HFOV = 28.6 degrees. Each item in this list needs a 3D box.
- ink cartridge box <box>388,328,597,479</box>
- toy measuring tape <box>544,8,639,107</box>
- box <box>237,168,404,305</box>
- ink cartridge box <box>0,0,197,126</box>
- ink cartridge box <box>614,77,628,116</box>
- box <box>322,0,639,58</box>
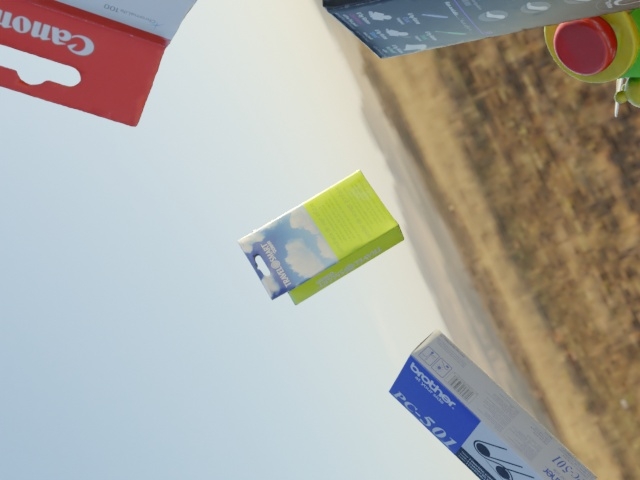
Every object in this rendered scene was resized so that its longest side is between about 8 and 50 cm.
[{"bbox_3d":[0.164,0.188,1.227,0.207,0.046,0.097,43,151,14],"label":"ink cartridge box"},{"bbox_3d":[0.272,-0.283,1.355,0.330,0.121,0.121,58,-174,-13],"label":"toy measuring tape"},{"bbox_3d":[0.000,0.000,1.541,0.109,0.178,0.042,57,176,35],"label":"box"},{"bbox_3d":[-0.186,-0.192,0.907,0.189,0.232,0.066,16,-152,-15],"label":"ink cartridge box"},{"bbox_3d":[0.502,-0.359,1.764,0.207,0.119,0.353,-73,-12,-47],"label":"ink cartridge box"},{"bbox_3d":[0.146,-0.275,1.081,0.143,0.270,0.165,23,-119,-65],"label":"box"}]
